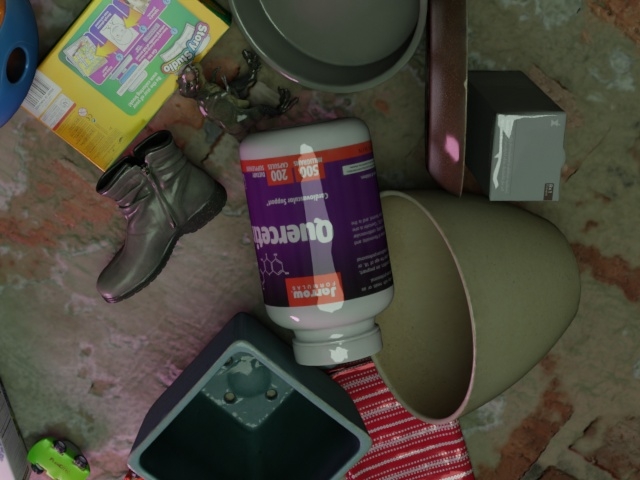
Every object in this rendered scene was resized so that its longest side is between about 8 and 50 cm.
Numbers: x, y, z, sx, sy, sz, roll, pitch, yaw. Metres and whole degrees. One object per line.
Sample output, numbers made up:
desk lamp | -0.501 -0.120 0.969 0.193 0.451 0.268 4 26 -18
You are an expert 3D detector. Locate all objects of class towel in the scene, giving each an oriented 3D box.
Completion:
towel | 0.120 0.303 2.080 0.199 0.031 0.274 -17 110 2

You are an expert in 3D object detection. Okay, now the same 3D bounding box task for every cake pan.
cake pan | 0.012 -0.339 1.768 0.293 0.054 0.293 14 125 20

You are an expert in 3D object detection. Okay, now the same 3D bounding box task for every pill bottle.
pill bottle | 0.000 0.000 1.820 0.182 0.181 0.322 -10 96 0

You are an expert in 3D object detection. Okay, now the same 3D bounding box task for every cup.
cup | 0.224 0.071 1.879 0.237 0.331 0.331 -12 112 -24

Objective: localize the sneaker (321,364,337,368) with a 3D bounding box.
sneaker | -0.001 0.085 1.966 0.092 0.087 0.228 -17 112 1

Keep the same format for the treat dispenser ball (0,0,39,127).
treat dispenser ball | -0.508 -0.253 1.706 0.288 0.288 0.288 -1 110 -3

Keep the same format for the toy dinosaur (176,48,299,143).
toy dinosaur | -0.103 -0.187 1.864 0.118 0.064 0.268 -51 132 -10

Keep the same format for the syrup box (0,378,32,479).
syrup box | -0.518 0.276 1.996 0.093 0.096 0.236 -13 110 3

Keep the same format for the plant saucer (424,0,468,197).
plant saucer | 0.164 -0.211 1.752 0.050 0.310 0.310 0 110 2

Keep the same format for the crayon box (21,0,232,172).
crayon box | -0.272 -0.252 1.830 0.165 0.081 0.278 39 103 -16

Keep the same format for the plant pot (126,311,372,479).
plant pot | -0.101 0.249 1.929 0.247 0.252 0.248 39 103 -15

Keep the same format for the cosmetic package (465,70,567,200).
cosmetic package | 0.255 -0.147 1.817 0.107 0.238 0.127 0 109 -4

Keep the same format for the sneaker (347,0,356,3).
sneaker | 0.090 -0.413 1.767 0.087 0.130 0.227 -8 116 -47

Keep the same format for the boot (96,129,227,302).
boot | -0.265 -0.038 1.881 0.246 0.083 0.161 -45 130 4

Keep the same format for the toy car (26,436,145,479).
toy car | -0.353 0.374 2.064 0.225 0.053 0.239 41 102 -15
